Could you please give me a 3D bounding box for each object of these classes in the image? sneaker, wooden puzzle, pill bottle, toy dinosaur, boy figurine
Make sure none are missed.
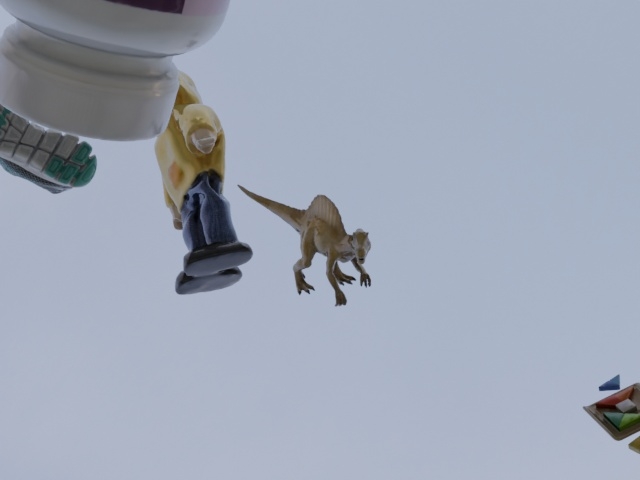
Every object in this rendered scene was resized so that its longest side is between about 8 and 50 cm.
[{"bbox_3d":[-0.299,-0.092,1.135,0.166,0.076,0.065,34,-118,-16],"label":"sneaker"},{"bbox_3d":[0.313,0.172,1.211,0.078,0.116,0.014,-23,-63,-16],"label":"wooden puzzle"},{"bbox_3d":[-0.127,-0.226,0.783,0.169,0.169,0.302,11,-68,-14],"label":"pill bottle"},{"bbox_3d":[0.000,0.000,1.060,0.053,0.183,0.093,-21,-62,-31],"label":"toy dinosaur"},{"bbox_3d":[-0.154,-0.089,1.379,0.092,0.177,0.285,-10,-112,-23],"label":"boy figurine"}]
